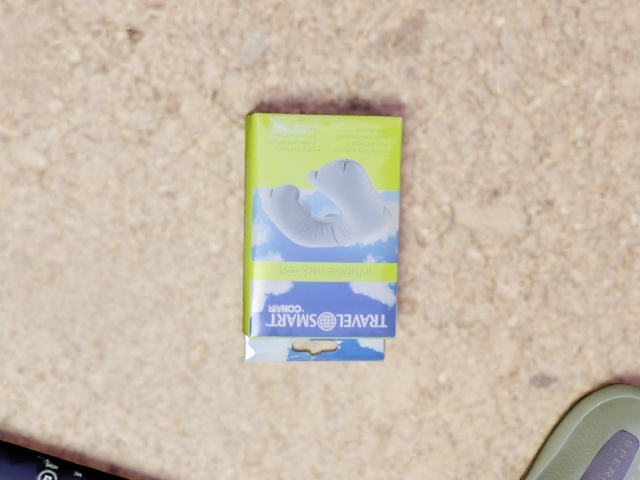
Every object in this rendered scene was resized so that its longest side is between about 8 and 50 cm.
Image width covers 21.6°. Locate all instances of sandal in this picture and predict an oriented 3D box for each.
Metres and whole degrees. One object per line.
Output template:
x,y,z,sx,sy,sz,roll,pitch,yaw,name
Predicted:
0.164,0.241,1.202,0.120,0.086,0.302,27,91,-10,sandal

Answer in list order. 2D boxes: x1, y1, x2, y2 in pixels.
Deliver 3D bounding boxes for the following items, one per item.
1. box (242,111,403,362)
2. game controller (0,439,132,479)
0.000,0.000,1.180,0.109,0.042,0.178,1,94,-8,box
-0.211,0.228,1.156,0.319,0.067,0.166,19,92,-10,game controller
